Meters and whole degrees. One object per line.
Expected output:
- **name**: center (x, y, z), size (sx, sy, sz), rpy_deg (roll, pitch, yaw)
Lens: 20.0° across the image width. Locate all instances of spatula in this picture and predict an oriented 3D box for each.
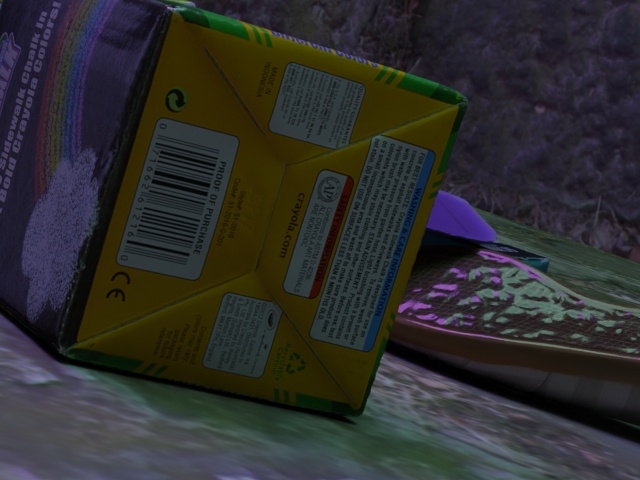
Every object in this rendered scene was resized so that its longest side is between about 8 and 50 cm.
- **spatula**: center (-0.051, -0.018, 0.932), size (0.296, 0.030, 0.084), rpy_deg (-2, 22, -16)

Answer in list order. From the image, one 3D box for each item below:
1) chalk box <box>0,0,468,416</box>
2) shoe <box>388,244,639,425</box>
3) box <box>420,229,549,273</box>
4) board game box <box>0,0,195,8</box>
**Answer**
- **chalk box**: center (-0.064, -0.030, 0.733), size (0.132, 0.132, 0.213), rpy_deg (15, 7, -30)
- **shoe**: center (0.115, 0.056, 0.910), size (0.219, 0.058, 0.076), rpy_deg (13, 38, 22)
- **box**: center (0.000, 0.000, 1.053), size (0.244, 0.060, 0.100), rpy_deg (20, 6, 24)
- **board game box**: center (-0.271, -0.129, 1.063), size (0.347, 0.078, 0.233), rpy_deg (4, 10, -20)
